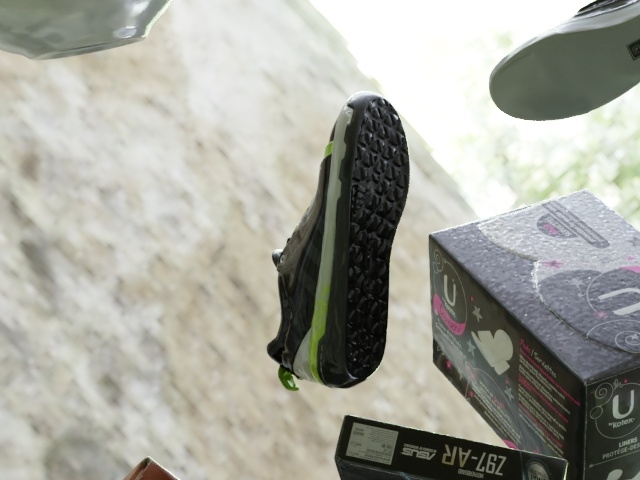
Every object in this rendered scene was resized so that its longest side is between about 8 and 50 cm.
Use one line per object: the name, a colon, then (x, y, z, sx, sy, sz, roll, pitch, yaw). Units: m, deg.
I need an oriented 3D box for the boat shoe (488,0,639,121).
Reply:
boat shoe: (0.153, -0.104, 0.906, 0.040, 0.142, 0.049, -102, -12, -64)

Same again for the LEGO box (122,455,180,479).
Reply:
LEGO box: (-0.049, 0.455, 1.428, 0.500, 0.372, 0.193, 37, -130, -5)

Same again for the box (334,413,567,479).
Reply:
box: (0.049, 0.090, 0.657, 0.083, 0.018, 0.067, 11, 159, 9)

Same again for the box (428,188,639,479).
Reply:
box: (0.214, 0.083, 1.411, 0.247, 0.163, 0.142, -131, 31, -51)

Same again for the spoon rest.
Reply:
spoon rest: (-0.084, -0.166, 1.055, 0.137, 0.276, 0.084, -150, 50, -85)

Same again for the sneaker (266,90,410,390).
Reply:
sneaker: (0.000, 0.000, 1.334, 0.097, 0.235, 0.084, 7, 177, 36)
